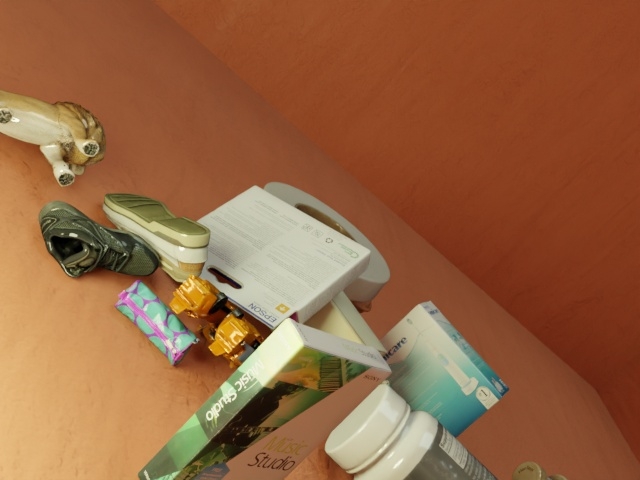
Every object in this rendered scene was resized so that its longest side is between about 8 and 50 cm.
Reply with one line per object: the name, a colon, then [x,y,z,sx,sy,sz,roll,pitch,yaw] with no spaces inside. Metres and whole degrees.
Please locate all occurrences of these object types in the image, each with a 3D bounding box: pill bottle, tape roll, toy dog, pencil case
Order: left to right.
pencil case: [-0.279,0.140,1.621,0.151,0.064,0.070,45,8,0]
tape roll: [0.000,0.000,2.350,0.392,0.072,0.392,35,17,-12]
pill bottle: [0.193,0.452,1.781,0.361,0.204,0.204,44,15,-5]
toy dog: [0.506,0.677,2.211,0.220,0.161,0.334,45,30,-13]

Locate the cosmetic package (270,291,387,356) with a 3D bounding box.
cosmetic package: [-0.014,0.172,2.059,0.309,0.160,0.113,52,17,28]

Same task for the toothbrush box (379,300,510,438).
toothbrush box: [0.273,0.326,2.303,0.295,0.216,0.126,47,15,13]

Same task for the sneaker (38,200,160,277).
sneaker: [-0.376,0.027,1.631,0.227,0.087,0.130,31,22,-33]

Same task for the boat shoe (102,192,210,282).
boat shoe: [-0.322,-0.010,1.791,0.113,0.103,0.302,-6,23,-40]

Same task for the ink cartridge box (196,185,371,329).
ink cartridge box: [-0.119,0.042,1.958,0.324,0.071,0.330,31,45,24]

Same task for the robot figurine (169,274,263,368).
robot figurine: [-0.174,0.154,1.695,0.211,0.085,0.291,45,-7,13]

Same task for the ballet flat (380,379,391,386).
ballet flat: [0.107,0.350,2.071,0.077,0.091,0.241,23,10,5]

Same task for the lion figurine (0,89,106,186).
lion figurine: [-0.546,-0.216,1.720,0.392,0.142,0.240,27,16,-39]

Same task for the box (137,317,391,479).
box: [-0.074,0.258,1.356,0.232,0.322,0.058,24,22,-52]

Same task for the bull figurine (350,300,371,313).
bull figurine: [0.007,0.077,2.464,0.310,0.101,0.188,39,21,-21]
